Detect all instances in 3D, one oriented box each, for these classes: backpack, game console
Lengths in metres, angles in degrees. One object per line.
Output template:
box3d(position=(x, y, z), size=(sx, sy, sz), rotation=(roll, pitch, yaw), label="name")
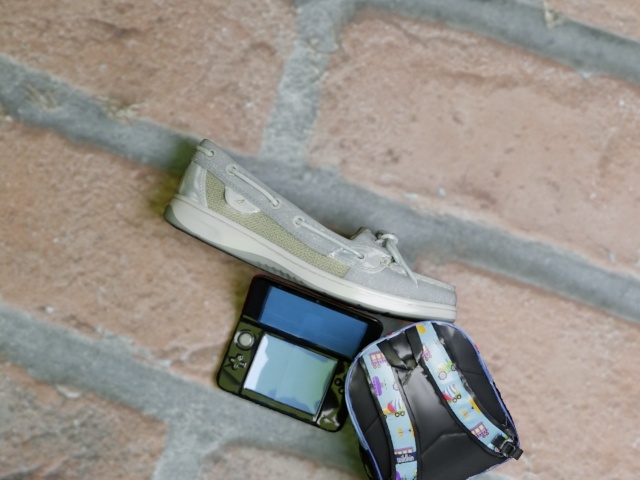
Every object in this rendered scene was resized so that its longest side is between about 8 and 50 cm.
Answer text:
box3d(position=(0.099, 0.162, 1.767), size=(0.158, 0.117, 0.173), rotation=(-26, 104, -3), label="backpack")
box3d(position=(-0.023, 0.118, 1.807), size=(0.144, 0.085, 0.124), rotation=(21, 83, 1), label="game console")

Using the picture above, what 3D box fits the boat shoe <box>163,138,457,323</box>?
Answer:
box3d(position=(-0.001, 0.000, 1.808), size=(0.320, 0.118, 0.103), rotation=(23, 88, 8), label="boat shoe")
